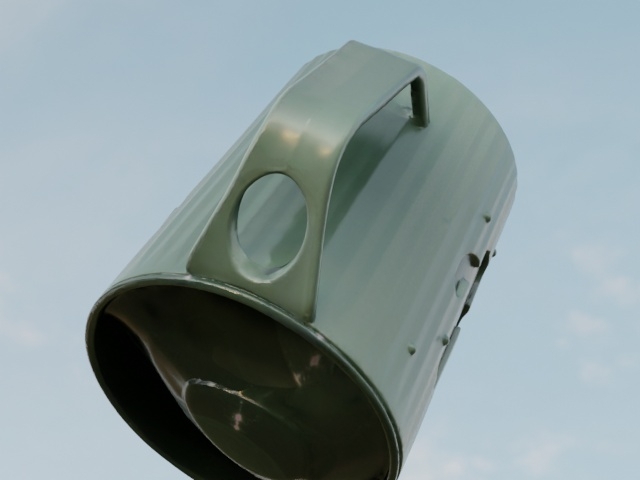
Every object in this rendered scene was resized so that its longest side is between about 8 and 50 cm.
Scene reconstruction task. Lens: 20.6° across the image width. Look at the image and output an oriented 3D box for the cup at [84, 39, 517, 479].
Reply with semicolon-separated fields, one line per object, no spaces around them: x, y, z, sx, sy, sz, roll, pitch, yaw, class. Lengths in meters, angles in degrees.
0.018;0.017;1.633;0.310;0.392;0.401;39;-38;-10;cup
